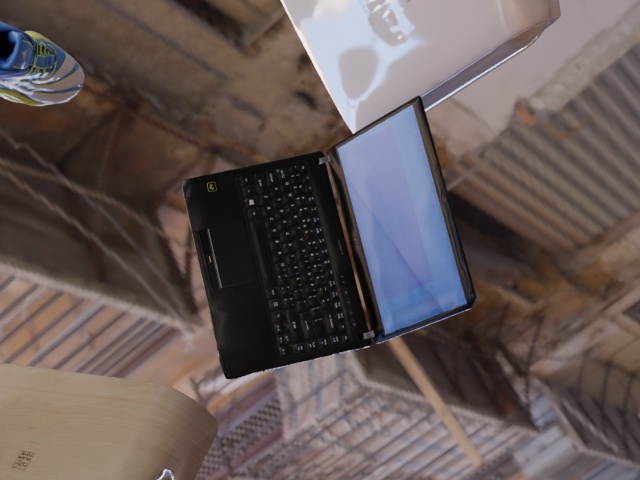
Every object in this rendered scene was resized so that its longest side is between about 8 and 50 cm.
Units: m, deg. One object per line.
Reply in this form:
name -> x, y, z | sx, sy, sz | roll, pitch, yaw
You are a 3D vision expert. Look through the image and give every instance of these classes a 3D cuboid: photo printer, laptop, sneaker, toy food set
photo printer -> 0.110, -0.288, 1.267 | 0.107, 0.307, 0.256 | -24, -94, -49
laptop -> 0.000, 0.000, 1.188 | 0.136, 0.264, 0.234 | 105, 152, -75
sneaker -> -0.361, -0.208, 1.322 | 0.126, 0.091, 0.240 | 24, -173, 41
toy food set -> -0.273, 0.245, 1.107 | 0.092, 0.306, 0.219 | 61, -137, -39
